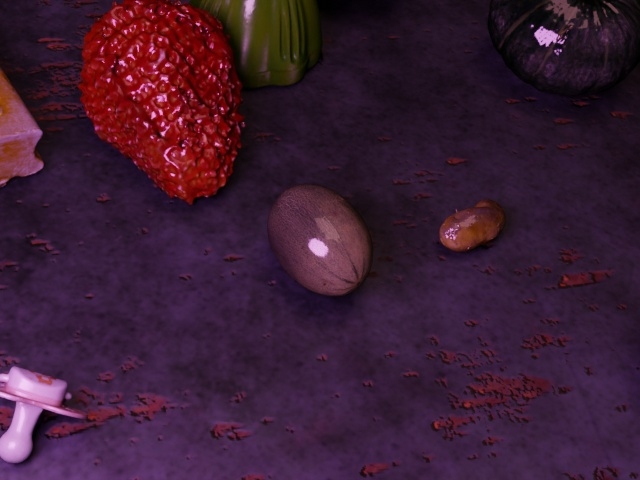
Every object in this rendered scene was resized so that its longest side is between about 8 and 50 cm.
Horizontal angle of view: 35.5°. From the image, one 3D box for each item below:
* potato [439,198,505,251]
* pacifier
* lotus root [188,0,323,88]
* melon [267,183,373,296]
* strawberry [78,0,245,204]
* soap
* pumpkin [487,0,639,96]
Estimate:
[{"bbox_3d":[0.172,-0.016,1.101,0.092,0.045,0.046,-24,20,-33],"label":"potato"},{"bbox_3d":[-0.251,0.150,0.849,0.099,0.081,0.078,20,77,-22],"label":"pacifier"},{"bbox_3d":[-0.076,-0.306,1.233,0.186,0.186,0.186,6,46,-7],"label":"lotus root"},{"bbox_3d":[0.000,0.000,1.012,0.098,0.098,0.131,-19,58,-27],"label":"melon"},{"bbox_3d":[-0.178,-0.182,1.110,0.188,0.106,0.286,-24,59,-6],"label":"strawberry"},{"bbox_3d":[-0.410,-0.150,1.079,0.140,0.073,0.232,-18,53,-32],"label":"soap"},{"bbox_3d":[0.326,-0.288,1.318,0.211,0.152,0.212,9,56,-13],"label":"pumpkin"}]
